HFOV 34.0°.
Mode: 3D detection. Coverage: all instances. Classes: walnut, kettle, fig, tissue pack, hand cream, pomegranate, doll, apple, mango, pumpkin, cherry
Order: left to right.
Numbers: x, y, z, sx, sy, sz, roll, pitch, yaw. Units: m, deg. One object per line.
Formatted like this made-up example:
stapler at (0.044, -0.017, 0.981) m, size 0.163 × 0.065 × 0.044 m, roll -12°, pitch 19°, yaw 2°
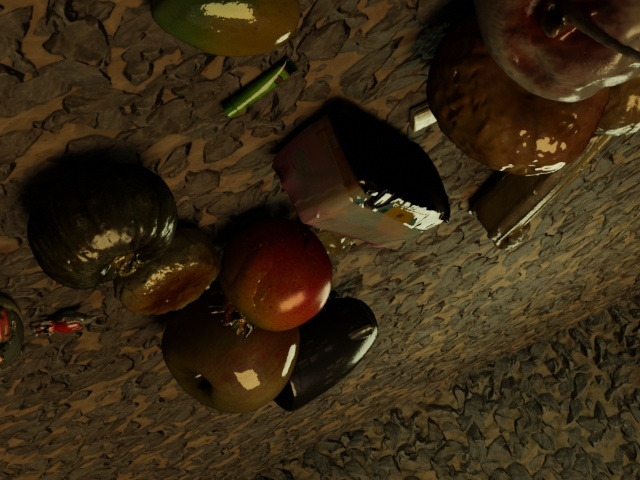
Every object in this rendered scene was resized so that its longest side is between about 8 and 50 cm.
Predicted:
doll at (-0.454, 0.146, 1.856) m, size 0.114 × 0.039 × 0.057 m, roll -14°, pitch 126°, yaw -9°
pumpkin at (-0.312, -0.018, 1.514) m, size 0.224 × 0.157 × 0.223 m, roll -28°, pitch 169°, yaw -6°
mango at (-0.113, -0.282, 1.276) m, size 0.195 × 0.092 × 0.130 m, roll -5°, pitch 151°, yaw -28°
apple at (-0.170, 0.204, 2.050) m, size 0.234 × 0.257 × 0.257 m, roll -48°, pitch 167°, yaw -27°
hand cream at (-0.088, -0.221, 1.516) m, size 0.122 × 0.023 × 0.036 m, roll -36°, pitch 154°, yaw 7°
pomegranate at (-0.091, 0.071, 1.893) m, size 0.235 × 0.210 × 0.210 m, roll -47°, pitch 159°, yaw -7°
kettle at (-0.013, 0.231, 2.401) m, size 0.290 × 0.207 × 0.268 m, roll -29°, pitch -171°, yaw -23°
tissue pack at (0.206, -0.231, 1.836) m, size 0.108 × 0.023 × 0.056 m, roll -25°, pitch 158°, yaw -9°
fig at (0.289, -0.226, 1.694) m, size 0.286 × 0.286 × 0.369 m, roll -22°, pitch 174°, yaw -16°
cherry at (0.357, -0.347, 1.395) m, size 0.335 × 0.291 × 0.326 m, roll -14°, pitch 118°, yaw -61°
walnut at (0.523, -0.251, 1.812) m, size 0.238 × 0.141 × 0.204 m, roll 0°, pitch -174°, yaw -42°

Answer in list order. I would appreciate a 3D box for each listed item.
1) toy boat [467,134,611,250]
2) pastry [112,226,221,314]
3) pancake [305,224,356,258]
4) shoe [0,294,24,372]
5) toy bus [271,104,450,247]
toy boat at (0.488, -0.143, 2.223) m, size 0.162 × 0.136 × 0.445 m, roll -14°, pitch 153°, yaw -43°
pastry at (-0.261, 0.051, 1.802) m, size 0.182 × 0.093 × 0.192 m, roll -36°, pitch 161°, yaw 14°
pancake at (-0.001, -0.001, 2.068) m, size 0.222 × 0.042 × 0.236 m, roll -16°, pitch 158°, yaw -39°
shoe at (-0.535, 0.172, 1.637) m, size 0.132 × 0.171 × 0.336 m, roll -28°, pitch 157°, yaw -3°
toy bus at (0.077, -0.096, 1.812) m, size 0.162 × 0.171 × 0.386 m, roll -27°, pitch 160°, yaw 23°
